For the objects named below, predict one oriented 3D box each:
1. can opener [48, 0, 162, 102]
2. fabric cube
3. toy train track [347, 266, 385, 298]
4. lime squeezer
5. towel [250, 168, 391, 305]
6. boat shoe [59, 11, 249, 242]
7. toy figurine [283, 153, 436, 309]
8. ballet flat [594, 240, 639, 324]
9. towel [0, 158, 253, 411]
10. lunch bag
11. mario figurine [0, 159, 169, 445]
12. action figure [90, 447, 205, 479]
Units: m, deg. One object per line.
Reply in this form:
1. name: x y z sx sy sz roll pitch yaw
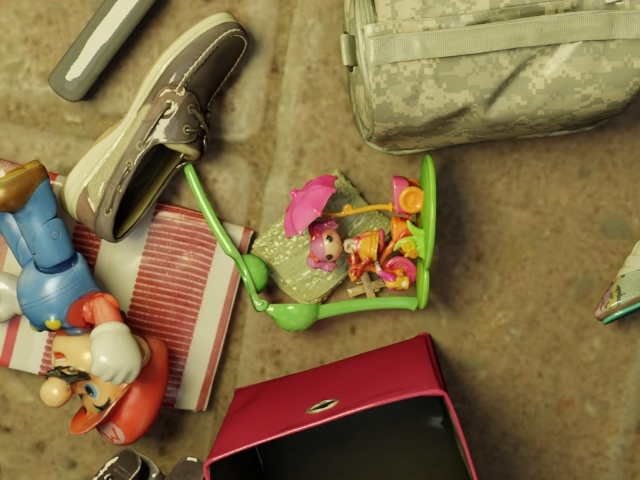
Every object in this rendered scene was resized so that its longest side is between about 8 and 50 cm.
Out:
1. can opener: -0.191 -0.261 1.157 0.093 0.074 0.280 43 97 -5
2. fabric cube: 0.045 0.274 1.132 0.254 0.258 0.259 -18 97 5
3. toy train track: 0.072 0.049 1.224 0.083 0.014 0.048 -18 90 -2
4. lime squeezer: -0.046 0.034 1.176 0.310 0.059 0.110 31 98 0
5. towel: 0.000 0.000 1.211 0.110 0.027 0.148 45 97 -4
6. boat shoe: -0.165 -0.119 1.144 0.092 0.103 0.285 41 90 22
7. toy figurine: 0.040 -0.010 1.143 0.159 0.130 0.173 1 105 0
8. ballet flat: 0.406 0.027 1.187 0.222 0.077 0.079 -18 79 -1
9. towel: -0.265 0.054 1.224 0.329 0.037 0.237 15 96 -2
10. lunch bag: 0.174 -0.200 1.063 0.305 0.256 0.212 -6 98 2
11. mario figurine: -0.287 0.086 1.112 0.170 0.198 0.320 -29 98 1
12. action figure: -0.157 0.302 1.150 0.185 0.285 0.099 21 69 20
